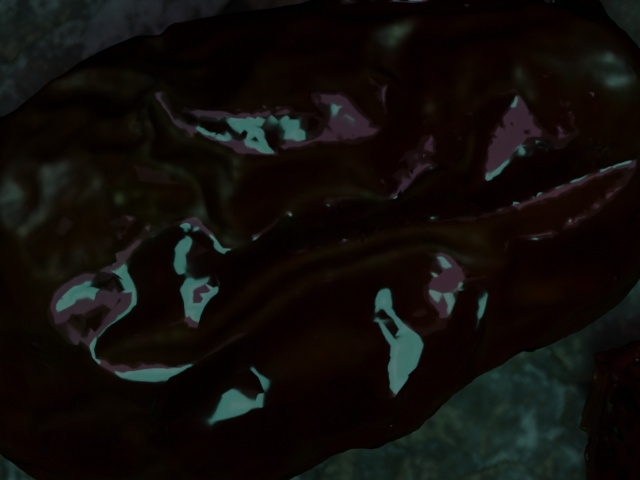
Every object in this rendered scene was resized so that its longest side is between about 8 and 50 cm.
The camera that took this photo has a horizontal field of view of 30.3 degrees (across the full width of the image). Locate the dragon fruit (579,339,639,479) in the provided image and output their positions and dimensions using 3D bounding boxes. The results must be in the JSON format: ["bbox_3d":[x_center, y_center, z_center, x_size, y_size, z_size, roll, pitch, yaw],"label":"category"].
[{"bbox_3d":[0.197,0.126,0.569,0.161,0.121,0.127,54,141,30],"label":"dragon fruit"}]

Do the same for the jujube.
[{"bbox_3d":[0.000,0.000,0.545,0.342,0.216,0.216,-20,86,-4],"label":"jujube"}]
